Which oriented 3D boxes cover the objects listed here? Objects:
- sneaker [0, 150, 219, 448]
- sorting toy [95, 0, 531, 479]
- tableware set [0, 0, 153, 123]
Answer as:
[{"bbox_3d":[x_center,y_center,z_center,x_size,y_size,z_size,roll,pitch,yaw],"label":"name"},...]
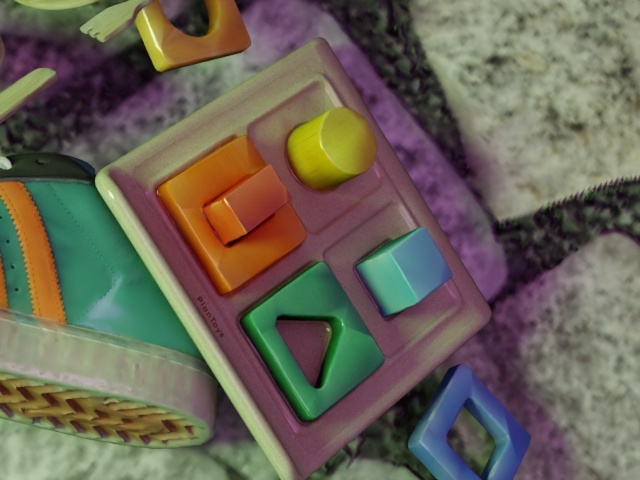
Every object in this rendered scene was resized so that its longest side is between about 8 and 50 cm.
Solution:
[{"bbox_3d":[-0.178,0.006,0.883,0.302,0.108,0.121,21,61,-29],"label":"sneaker"},{"bbox_3d":[0.000,0.000,0.931,0.196,0.047,0.348,-37,97,-44],"label":"sorting toy"},{"bbox_3d":[-0.158,-0.120,0.887,0.194,0.128,0.039,-42,136,-26],"label":"tableware set"}]
